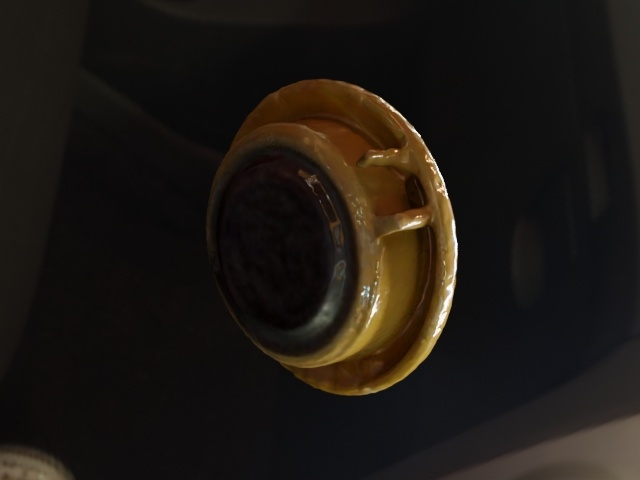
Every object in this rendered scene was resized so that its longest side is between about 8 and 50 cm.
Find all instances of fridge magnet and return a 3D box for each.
[{"bbox_3d":[0.000,0.000,0.585,0.063,0.143,0.143,-12,74,-45],"label":"fridge magnet"}]
